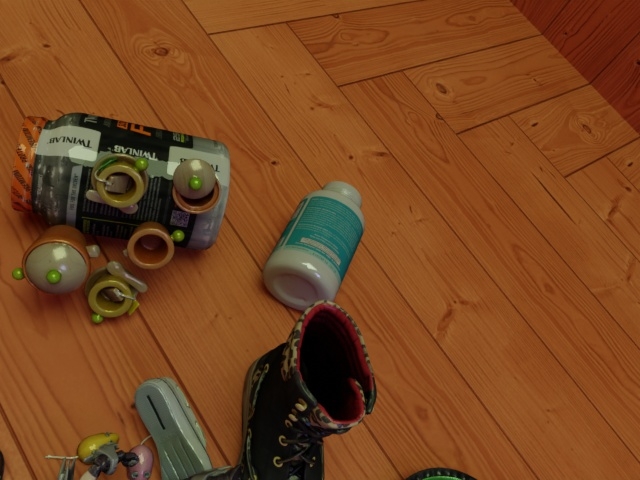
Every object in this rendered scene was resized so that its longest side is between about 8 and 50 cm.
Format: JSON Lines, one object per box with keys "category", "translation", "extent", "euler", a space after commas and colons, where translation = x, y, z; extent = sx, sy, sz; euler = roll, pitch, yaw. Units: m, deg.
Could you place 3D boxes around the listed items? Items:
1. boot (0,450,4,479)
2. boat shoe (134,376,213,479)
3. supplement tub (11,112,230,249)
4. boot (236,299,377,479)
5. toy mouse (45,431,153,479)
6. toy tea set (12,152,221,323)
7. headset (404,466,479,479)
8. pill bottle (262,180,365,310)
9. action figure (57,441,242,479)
{"category": "boot", "translation": [-0.474, 0.309, 0.665], "extent": [0.096, 0.280, 0.264], "euler": [43, 51, 7]}
{"category": "boat shoe", "translation": [-0.204, 0.311, 0.918], "extent": [0.226, 0.083, 0.076], "euler": [69, 17, 5]}
{"category": "supplement tub", "translation": [-0.343, -0.104, 1.058], "extent": [0.338, 0.207, 0.207], "euler": [9, 55, -20]}
{"category": "boot", "translation": [-0.025, 0.296, 0.877], "extent": [0.138, 0.284, 0.377], "euler": [11, 53, -19]}
{"category": "toy mouse", "translation": [-0.298, 0.345, 0.883], "extent": [0.161, 0.031, 0.143], "euler": [-17, 66, -33]}
{"category": "toy tea set", "translation": [-0.302, -0.009, 0.925], "extent": [0.200, 0.336, 0.124], "euler": [37, 11, -26]}
{"category": "headset", "translation": [0.261, 0.528, 0.916], "extent": [0.244, 0.185, 0.394], "euler": [-19, 56, -33]}
{"category": "pill bottle", "translation": [0.000, 0.000, 1.183], "extent": [0.146, 0.146, 0.264], "euler": [30, 51, -4]}
{"category": "action figure", "translation": [-0.247, 0.372, 0.813], "extent": [0.285, 0.099, 0.185], "euler": [-4, 89, -3]}
